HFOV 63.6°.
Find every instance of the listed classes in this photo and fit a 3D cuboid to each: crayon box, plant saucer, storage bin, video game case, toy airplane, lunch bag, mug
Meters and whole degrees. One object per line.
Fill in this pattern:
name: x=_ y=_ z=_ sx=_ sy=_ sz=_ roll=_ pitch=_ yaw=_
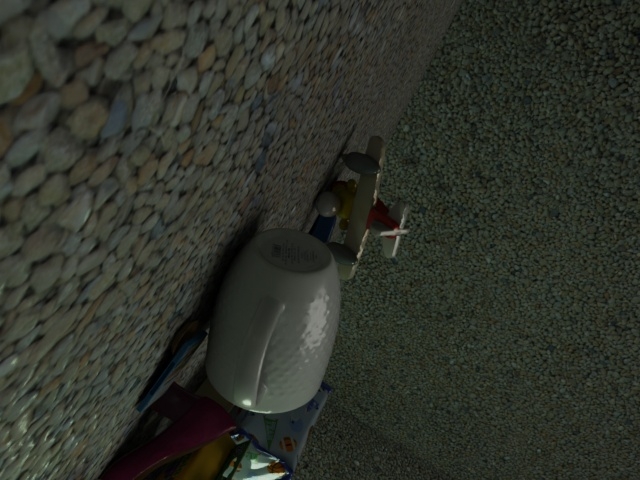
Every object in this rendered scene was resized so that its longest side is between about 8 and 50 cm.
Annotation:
crayon box: x=-0.338 y=0.558 z=1.229 sx=0.323 sy=0.083 sz=0.203 roll=-28 pitch=-170 yaw=23
plant saucer: x=-0.272 y=0.191 z=1.024 sx=0.083 sy=0.015 sz=0.083 roll=-58 pitch=175 yaw=-8
storage bin: x=-0.338 y=0.528 z=1.646 sx=0.262 sy=0.123 sz=0.260 roll=-53 pitch=171 yaw=-52
video game case: x=-0.299 y=0.263 z=1.053 sx=0.166 sy=0.015 sz=0.119 roll=-53 pitch=177 yaw=5
toy airplane: x=0.118 y=-0.096 z=1.710 sx=0.384 sy=0.272 sz=0.386 roll=135 pitch=-44 yaw=-61
lunch bag: x=-0.183 y=0.575 z=1.532 sx=0.385 sy=0.239 sz=0.328 roll=-44 pitch=-175 yaw=35
mug: x=-0.101 y=0.176 z=1.072 sx=0.374 sy=0.276 sz=0.328 roll=-68 pitch=174 yaw=-60

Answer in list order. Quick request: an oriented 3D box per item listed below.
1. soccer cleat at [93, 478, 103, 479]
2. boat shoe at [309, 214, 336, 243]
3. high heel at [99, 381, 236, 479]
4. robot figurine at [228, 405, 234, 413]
soccer cleat: x=-0.459 y=0.557 z=0.972 sx=0.248 sy=0.083 sz=0.095 roll=-65 pitch=177 yaw=26
boat shoe: x=0.000 y=0.000 z=2.014 sx=0.258 sy=0.109 sz=0.089 roll=-58 pitch=178 yaw=5
high heel: x=-0.350 y=0.503 z=1.100 sx=0.377 sy=0.181 sz=0.127 roll=-59 pitch=174 yaw=-13
robot figurine: x=-0.284 y=0.590 z=1.947 sx=0.291 sy=0.085 sz=0.211 roll=-41 pitch=171 yaw=-42
